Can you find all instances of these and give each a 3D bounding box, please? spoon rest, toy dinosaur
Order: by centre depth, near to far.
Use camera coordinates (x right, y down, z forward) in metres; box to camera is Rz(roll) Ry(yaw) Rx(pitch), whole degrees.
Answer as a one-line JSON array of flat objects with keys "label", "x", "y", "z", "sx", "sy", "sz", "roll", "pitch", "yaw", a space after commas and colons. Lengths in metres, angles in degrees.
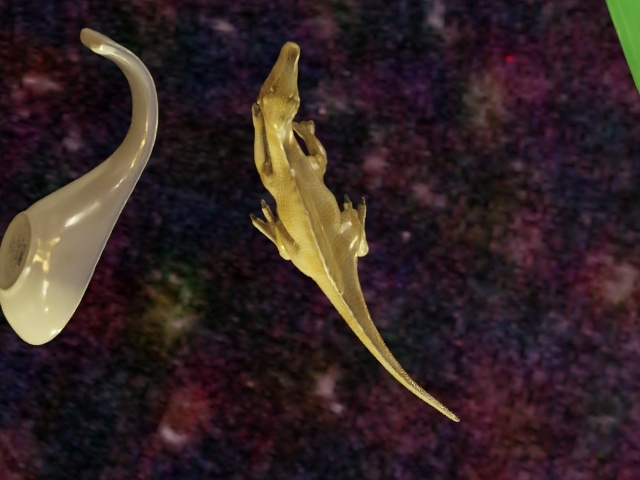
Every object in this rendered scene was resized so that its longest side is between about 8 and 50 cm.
[{"label": "toy dinosaur", "x": 0.000, "y": 0.000, "z": 0.701, "sx": 0.053, "sy": 0.092, "sz": 0.183, "roll": -24, "pitch": 106, "yaw": 1}, {"label": "spoon rest", "x": -0.208, "y": -0.039, "z": 1.352, "sx": 0.084, "sy": 0.137, "sz": 0.276, "roll": 15, "pitch": 102, "yaw": -31}]

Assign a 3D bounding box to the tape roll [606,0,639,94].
[{"label": "tape roll", "x": 0.178, "y": -0.027, "z": 0.403, "sx": 0.077, "sy": 0.321, "sz": 0.321, "roll": -28, "pitch": 123, "yaw": -4}]
